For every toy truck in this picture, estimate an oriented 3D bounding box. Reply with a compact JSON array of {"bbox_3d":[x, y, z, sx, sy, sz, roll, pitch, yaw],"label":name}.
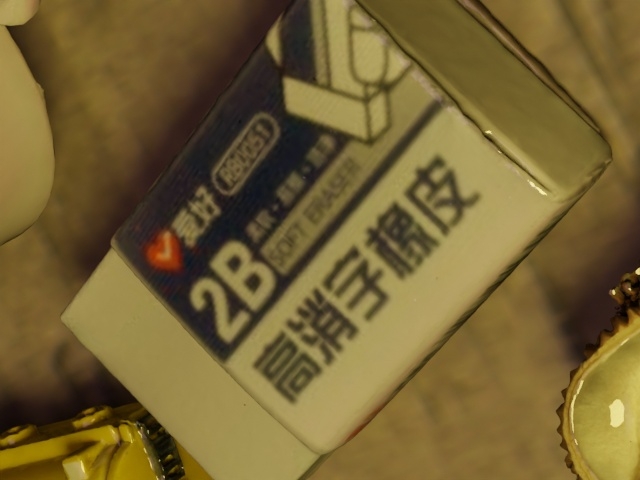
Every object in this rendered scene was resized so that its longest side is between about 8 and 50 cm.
[{"bbox_3d":[-0.142,0.142,0.882,0.227,0.098,0.114,-16,98,31],"label":"toy truck"}]

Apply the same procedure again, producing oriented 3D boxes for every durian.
[{"bbox_3d":[0.138,0.036,0.691,0.110,0.071,0.140,4,110,-2],"label":"durian"}]

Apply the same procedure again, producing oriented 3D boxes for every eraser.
[{"bbox_3d":[0.000,0.000,0.760,0.124,0.068,0.210,45,125,6],"label":"eraser"}]

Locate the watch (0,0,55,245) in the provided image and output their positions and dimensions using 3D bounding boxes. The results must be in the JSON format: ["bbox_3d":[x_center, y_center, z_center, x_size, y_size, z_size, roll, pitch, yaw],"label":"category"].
[{"bbox_3d":[-0.221,-0.083,0.811,0.244,0.196,0.231,32,143,15],"label":"watch"}]
